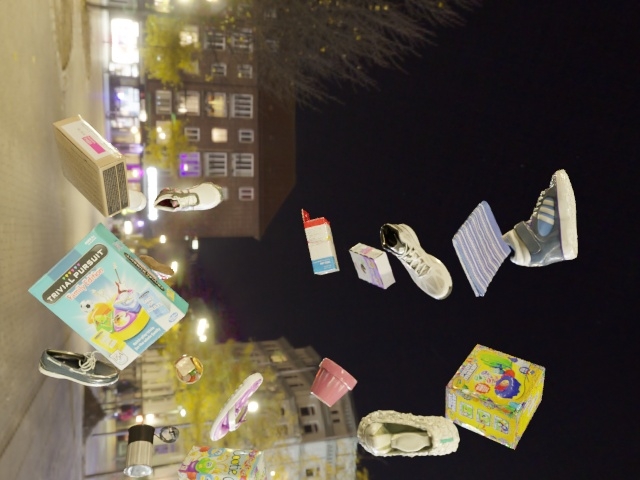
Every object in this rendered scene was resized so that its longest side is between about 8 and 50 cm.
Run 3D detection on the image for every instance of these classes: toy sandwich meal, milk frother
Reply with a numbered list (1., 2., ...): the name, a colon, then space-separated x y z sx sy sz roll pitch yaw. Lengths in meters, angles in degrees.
1. toy sandwich meal: -0.376 0.368 1.612 0.029 0.085 0.086 160 -72 -75
2. milk frother: -0.522 0.650 1.753 0.129 0.143 0.135 60 14 -45

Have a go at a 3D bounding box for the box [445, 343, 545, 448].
1. box: 0.673 0.592 2.179 0.279 0.290 0.177 15 -54 34

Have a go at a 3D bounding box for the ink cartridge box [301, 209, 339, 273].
1. ink cartridge box: 0.000 0.000 2.011 0.134 0.077 0.231 30 48 -80

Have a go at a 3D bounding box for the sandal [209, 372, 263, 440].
1. sandal: -0.372 0.771 2.527 0.102 0.169 0.417 40 -66 22

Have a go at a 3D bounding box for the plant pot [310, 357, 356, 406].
1. plant pot: 0.050 0.717 2.815 0.180 0.201 0.201 -51 -168 -15

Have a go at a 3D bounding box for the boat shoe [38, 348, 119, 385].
1. boat shoe: -0.788 0.410 1.863 0.079 0.254 0.095 -62 -159 25

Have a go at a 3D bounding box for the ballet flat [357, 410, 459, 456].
1. ballet flat: 0.240 0.614 1.778 0.408 0.146 0.147 -21 -111 44

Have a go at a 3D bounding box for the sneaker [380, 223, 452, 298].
1. sneaker: 0.425 0.099 2.685 0.169 0.257 0.448 -47 -118 22

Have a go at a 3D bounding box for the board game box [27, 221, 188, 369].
1. board game box: -0.579 0.159 1.560 0.253 0.336 0.079 -41 -163 8

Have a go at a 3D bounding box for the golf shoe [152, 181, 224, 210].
1. golf shoe: -0.501 -0.149 2.140 0.120 0.272 0.105 -63 144 -65

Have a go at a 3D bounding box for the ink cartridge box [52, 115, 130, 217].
1. ink cartridge box: -0.647 -0.209 1.603 0.234 0.088 0.193 40 -40 22

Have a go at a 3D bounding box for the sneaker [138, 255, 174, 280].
1. sneaker: -0.504 0.088 1.688 0.067 0.118 0.042 -32 -140 40

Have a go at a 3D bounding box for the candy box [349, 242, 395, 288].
1. candy box: 0.235 0.115 2.585 0.196 0.070 0.165 21 -41 55

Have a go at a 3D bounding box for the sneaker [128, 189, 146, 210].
1. sneaker: -0.857 -0.191 2.415 0.115 0.232 0.091 21 89 -74

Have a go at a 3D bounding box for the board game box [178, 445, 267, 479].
1. board game box: -0.347 0.847 2.026 0.144 0.274 0.142 -58 146 -69

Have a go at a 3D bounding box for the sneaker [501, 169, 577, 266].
1. sneaker: 0.712 -0.070 1.873 0.236 0.130 0.323 -10 -117 34

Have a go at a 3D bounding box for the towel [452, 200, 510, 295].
1. towel: 0.597 0.021 2.072 0.040 0.336 0.243 -16 -73 41
